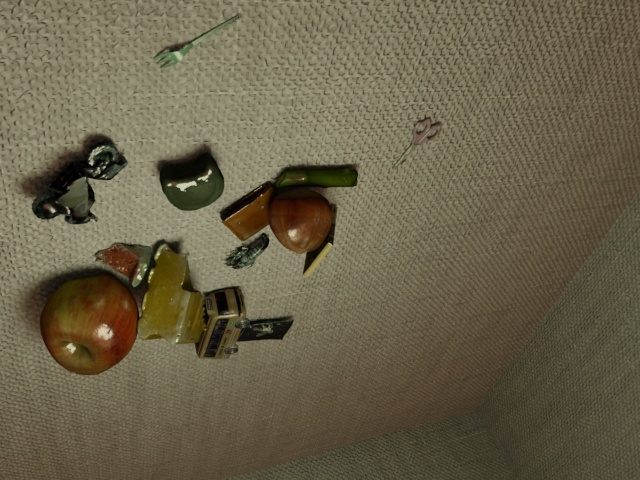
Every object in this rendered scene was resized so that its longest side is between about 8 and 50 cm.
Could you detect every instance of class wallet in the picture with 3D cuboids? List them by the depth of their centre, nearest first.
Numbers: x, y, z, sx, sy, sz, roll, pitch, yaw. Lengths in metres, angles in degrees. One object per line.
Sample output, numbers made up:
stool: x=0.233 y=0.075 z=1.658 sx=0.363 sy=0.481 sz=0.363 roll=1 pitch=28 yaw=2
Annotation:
wallet: x=-0.207 y=-0.089 z=1.915 sx=0.195 sy=0.042 sz=0.161 roll=-35 pitch=148 yaw=4

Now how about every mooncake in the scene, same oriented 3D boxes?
mooncake: x=-0.359 y=-0.170 z=1.682 sx=0.175 sy=0.104 sz=0.168 roll=4 pitch=136 yaw=-30

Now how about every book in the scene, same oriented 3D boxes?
book: x=0.000 y=0.000 z=1.994 sx=0.026 sy=0.231 sz=0.161 roll=28 pitch=122 yaw=-14

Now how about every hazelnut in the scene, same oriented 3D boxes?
hazelnut: x=-0.061 y=-0.062 z=1.857 sx=0.214 sy=0.214 sz=0.176 roll=-2 pitch=170 yaw=-28

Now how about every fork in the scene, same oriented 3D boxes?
fork: x=-0.289 y=-0.476 z=1.437 sx=0.235 sy=0.021 sz=0.039 roll=-29 pitch=145 yaw=3

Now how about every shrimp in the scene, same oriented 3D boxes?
shrimp: x=-0.246 y=0.045 z=2.019 sx=0.174 sy=0.076 sz=0.082 roll=-36 pitch=119 yaw=12

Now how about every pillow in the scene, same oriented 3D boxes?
pillow: x=-0.220 y=0.361 z=2.404 sx=0.208 sy=0.055 sz=0.141 roll=1 pitch=141 yaw=-30

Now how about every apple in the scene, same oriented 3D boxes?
apple: x=-0.697 y=0.244 z=1.857 sx=0.302 sy=0.301 sz=0.301 roll=-16 pitch=141 yaw=-14

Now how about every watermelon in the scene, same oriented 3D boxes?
watermelon: x=-0.588 y=0.053 z=1.856 sx=0.158 sy=0.121 sz=0.098 roll=30 pitch=106 yaw=2

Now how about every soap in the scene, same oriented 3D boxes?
soap: x=-0.465 y=0.184 z=1.999 sx=0.169 sy=0.304 sz=0.338 roll=11 pitch=173 yaw=5

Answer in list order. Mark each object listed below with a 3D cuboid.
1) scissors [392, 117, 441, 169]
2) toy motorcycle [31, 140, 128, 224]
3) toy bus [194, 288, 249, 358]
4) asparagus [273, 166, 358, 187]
scissors: x=0.305 y=-0.307 z=1.972 sx=0.110 sy=0.021 sz=0.212 roll=16 pitch=124 yaw=-38
toy motorcycle: x=-0.613 y=-0.136 z=1.576 sx=0.270 sy=0.106 sz=0.159 roll=-41 pitch=145 yaw=1
toy bus: x=-0.366 y=0.306 z=2.197 sx=0.157 sy=0.139 sz=0.289 roll=2 pitch=137 yaw=-25
asparagus: x=-0.010 y=-0.196 z=1.890 sx=0.278 sy=0.060 sz=0.067 roll=-2 pitch=155 yaw=-28
